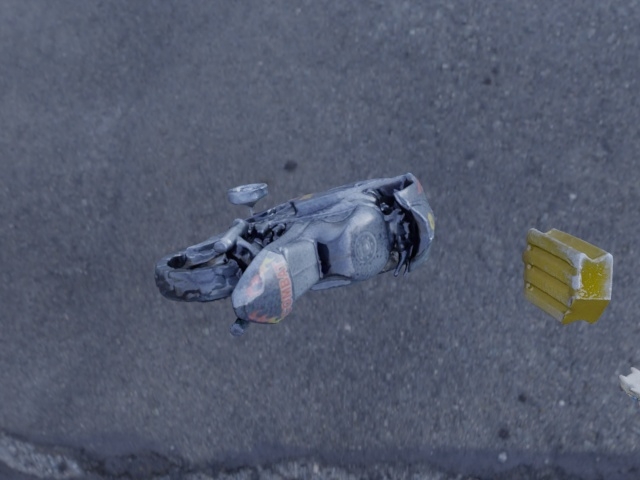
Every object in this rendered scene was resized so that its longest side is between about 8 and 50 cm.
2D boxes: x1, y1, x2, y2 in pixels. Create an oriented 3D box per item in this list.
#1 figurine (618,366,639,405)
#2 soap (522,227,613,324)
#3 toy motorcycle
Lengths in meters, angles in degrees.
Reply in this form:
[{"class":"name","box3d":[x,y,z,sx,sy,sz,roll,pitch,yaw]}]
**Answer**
[{"class":"figurine","box3d":[0.521,0.249,1.586,0.047,0.050,0.083,-26,45,-15]},{"class":"soap","box3d":[0.438,0.065,1.753,0.073,0.140,0.232,-3,12,-10]},{"class":"toy motorcycle","box3d":[0.000,0.000,0.899,0.307,0.108,0.173,-23,20,-39]}]
